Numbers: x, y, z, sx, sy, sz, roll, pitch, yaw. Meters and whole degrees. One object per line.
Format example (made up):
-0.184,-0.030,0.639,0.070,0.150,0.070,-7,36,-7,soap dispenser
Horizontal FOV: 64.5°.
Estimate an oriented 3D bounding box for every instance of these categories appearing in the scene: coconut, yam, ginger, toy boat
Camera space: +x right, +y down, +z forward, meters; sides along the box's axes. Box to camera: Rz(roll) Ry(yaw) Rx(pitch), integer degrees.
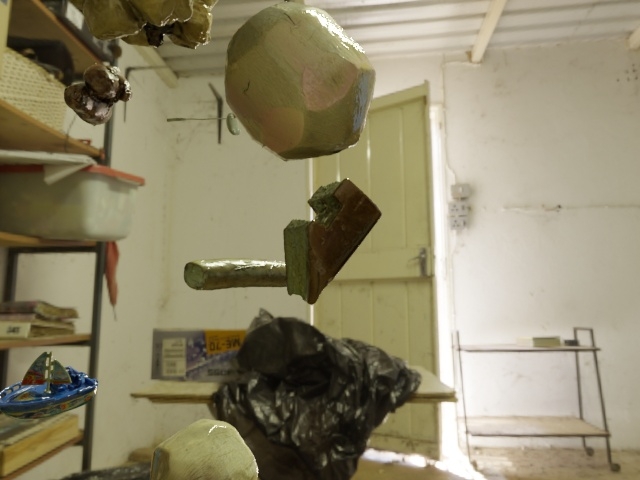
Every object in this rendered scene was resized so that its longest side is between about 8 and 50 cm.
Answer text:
-0.027,-0.230,0.794,0.227,0.231,0.227,-35,-3,-2,coconut
-0.245,0.482,1.024,0.223,0.225,0.224,0,-8,0,coconut
-0.169,0.084,1.290,0.083,0.083,0.371,-8,-7,43,yam
-0.351,-0.234,0.815,0.073,0.103,0.162,43,-6,-19,ginger
-0.453,0.230,0.835,0.091,0.110,0.175,17,12,28,toy boat

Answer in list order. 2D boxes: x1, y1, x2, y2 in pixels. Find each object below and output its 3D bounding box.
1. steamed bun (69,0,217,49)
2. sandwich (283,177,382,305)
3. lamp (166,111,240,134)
-0.253,-0.329,0.723,0.192,0.106,0.177,-3,1,12,steamed bun
0.000,0.000,1.019,0.128,0.236,0.122,43,-17,-24,sandwich
-0.301,-0.295,1.292,0.198,0.056,0.050,3,15,18,lamp
